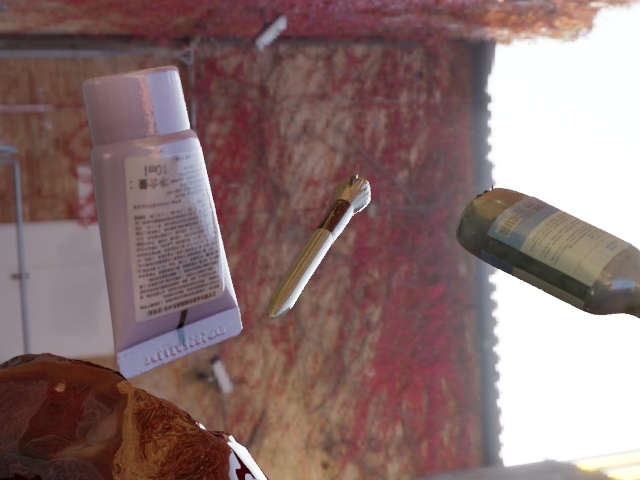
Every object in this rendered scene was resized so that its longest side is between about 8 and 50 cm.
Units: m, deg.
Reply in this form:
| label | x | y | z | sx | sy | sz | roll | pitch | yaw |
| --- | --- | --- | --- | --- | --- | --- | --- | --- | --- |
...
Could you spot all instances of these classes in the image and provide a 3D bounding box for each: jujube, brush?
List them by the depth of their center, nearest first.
| label | x | y | z | sx | sy | sz | roll | pitch | yaw |
| --- | --- | --- | --- | --- | --- | --- | --- | --- | --- |
| jujube | -0.114 | 0.236 | 0.628 | 0.276 | 0.276 | 0.377 | -115 | -171 | -46 |
| brush | 0.000 | 0.000 | 1.069 | 0.039 | 0.042 | 0.299 | 57 | 28 | -13 |

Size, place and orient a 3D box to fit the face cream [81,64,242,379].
| label | x | y | z | sx | sy | sz | roll | pitch | yaw |
| --- | --- | --- | --- | --- | --- | --- | --- | --- | --- |
| face cream | -0.150 | -0.021 | 0.979 | 0.096 | 0.154 | 0.274 | -2 | -78 | 41 |

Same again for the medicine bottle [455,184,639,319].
| label | x | y | z | sx | sy | sz | roll | pitch | yaw |
| --- | --- | --- | --- | --- | --- | --- | --- | --- | --- |
| medicine bottle | 0.215 | 0.021 | 0.854 | 0.208 | 0.090 | 0.054 | 29 | -57 | 26 |
